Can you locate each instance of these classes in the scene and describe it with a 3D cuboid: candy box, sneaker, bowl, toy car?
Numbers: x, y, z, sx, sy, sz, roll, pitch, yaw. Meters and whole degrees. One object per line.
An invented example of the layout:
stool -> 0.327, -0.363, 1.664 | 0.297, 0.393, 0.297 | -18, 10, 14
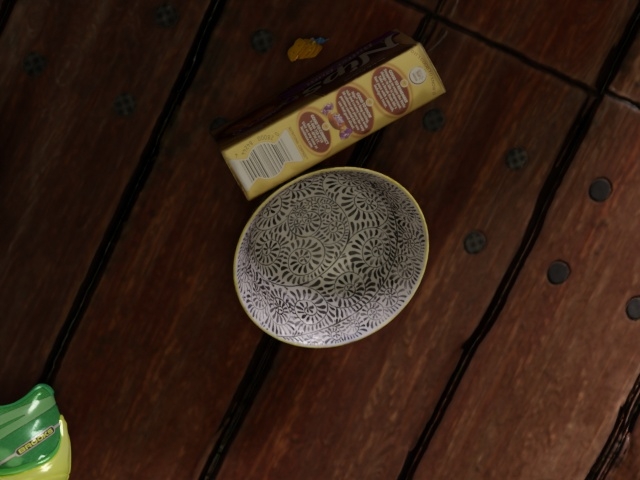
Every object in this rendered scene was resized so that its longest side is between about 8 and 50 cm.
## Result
candy box -> 0.004, -0.107, 1.514 | 0.187, 0.109, 0.053 | -30, 105, 0
sneaker -> -0.361, 0.163, 1.542 | 0.295, 0.109, 0.123 | 1, 80, -7
bowl -> 0.000, 0.000, 1.546 | 0.170, 0.080, 0.170 | -7, 117, -14
toy car -> -0.004, -0.216, 1.535 | 0.040, 0.060, 0.122 | -8, 131, -50
